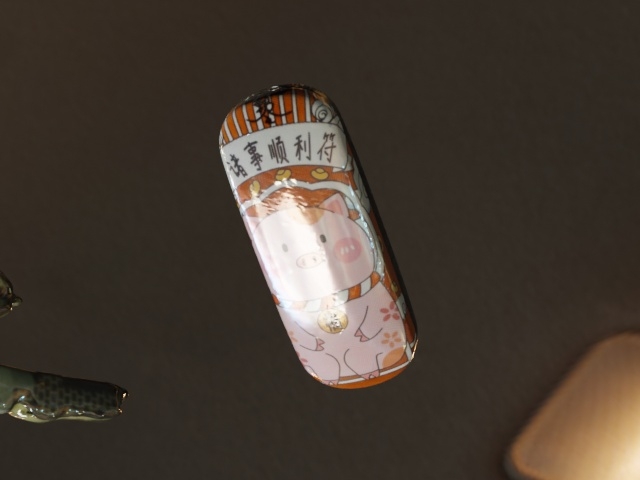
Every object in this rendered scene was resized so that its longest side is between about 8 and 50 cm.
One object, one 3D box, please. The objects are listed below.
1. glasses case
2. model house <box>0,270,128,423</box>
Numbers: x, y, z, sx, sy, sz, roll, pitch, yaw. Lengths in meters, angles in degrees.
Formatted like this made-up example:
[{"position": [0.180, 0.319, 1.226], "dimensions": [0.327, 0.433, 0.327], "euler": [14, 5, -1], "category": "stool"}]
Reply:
[{"position": [0.000, 0.000, 1.372], "dimensions": [0.103, 0.266, 0.067], "euler": [-16, -159, 14], "category": "glasses case"}, {"position": [-0.251, 0.017, 1.049], "dimensions": [0.205, 0.279, 0.218], "euler": [-26, -121, 56], "category": "model house"}]
